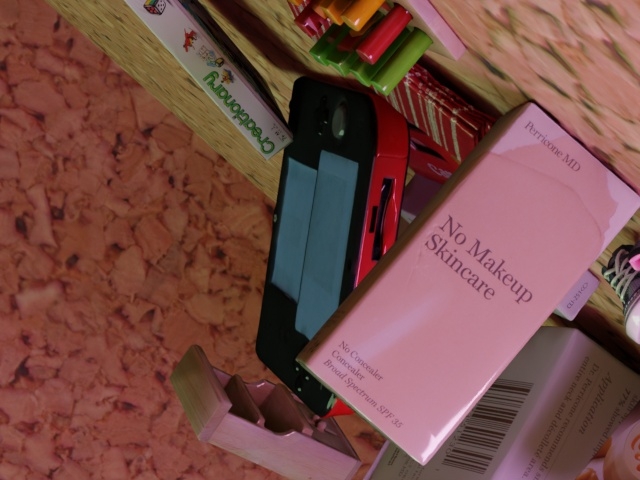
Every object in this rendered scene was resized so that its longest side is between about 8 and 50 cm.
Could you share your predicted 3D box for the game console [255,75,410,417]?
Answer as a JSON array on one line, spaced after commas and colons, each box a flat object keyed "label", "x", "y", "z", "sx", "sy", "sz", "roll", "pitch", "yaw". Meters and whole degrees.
[{"label": "game console", "x": 0.000, "y": 0.000, "z": 1.832, "sx": 0.060, "sy": 0.386, "sz": 0.342, "roll": 5, "pitch": -171, "yaw": -23}]

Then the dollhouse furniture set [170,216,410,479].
[{"label": "dollhouse furniture set", "x": 0.011, "y": 0.129, "z": 2.106, "sx": 0.256, "sy": 0.394, "sz": 0.362, "roll": 29, "pitch": -168, "yaw": -29}]

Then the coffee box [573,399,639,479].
[{"label": "coffee box", "x": 0.397, "y": 0.254, "z": 1.648, "sx": 0.098, "sy": 0.246, "sz": 0.141, "roll": 46, "pitch": 172, "yaw": -39}]

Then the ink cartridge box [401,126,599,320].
[{"label": "ink cartridge box", "x": 0.171, "y": -0.035, "z": 1.818, "sx": 0.261, "sy": 0.066, "sz": 0.296, "roll": 41, "pitch": 174, "yaw": -26}]

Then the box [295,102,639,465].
[{"label": "box", "x": 0.132, "y": 0.038, "z": 1.352, "sx": 0.148, "sy": 0.311, "sz": 0.121, "roll": 39, "pitch": 175, "yaw": -2}]

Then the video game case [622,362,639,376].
[{"label": "video game case", "x": 0.468, "y": 0.232, "z": 2.174, "sx": 0.227, "sy": 0.026, "sz": 0.206, "roll": 34, "pitch": 172, "yaw": 48}]

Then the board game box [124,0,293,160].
[{"label": "board game box", "x": -0.159, "y": -0.259, "z": 1.918, "sx": 0.305, "sy": 0.053, "sz": 0.193, "roll": 48, "pitch": -171, "yaw": -31}]

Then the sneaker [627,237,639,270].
[{"label": "sneaker", "x": 0.322, "y": 0.026, "z": 1.316, "sx": 0.119, "sy": 0.057, "sz": 0.047, "roll": 33, "pitch": 168, "yaw": 47}]

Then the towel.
[{"label": "towel", "x": 0.074, "y": -0.173, "z": 1.538, "sx": 0.275, "sy": 0.031, "sz": 0.199, "roll": 41, "pitch": 177, "yaw": 12}]

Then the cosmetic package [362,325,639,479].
[{"label": "cosmetic package", "x": 0.328, "y": 0.354, "z": 2.068, "sx": 0.394, "sy": 0.329, "sz": 0.327, "roll": 38, "pitch": 163, "yaw": -20}]

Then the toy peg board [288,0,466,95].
[{"label": "toy peg board", "x": 0.021, "y": -0.210, "z": 1.329, "sx": 0.160, "sy": 0.079, "sz": 0.161, "roll": 44, "pitch": 173, "yaw": -38}]

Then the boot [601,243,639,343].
[{"label": "boot", "x": 0.300, "y": 0.046, "z": 1.419, "sx": 0.086, "sy": 0.069, "sz": 0.190, "roll": 42, "pitch": -169, "yaw": 18}]
